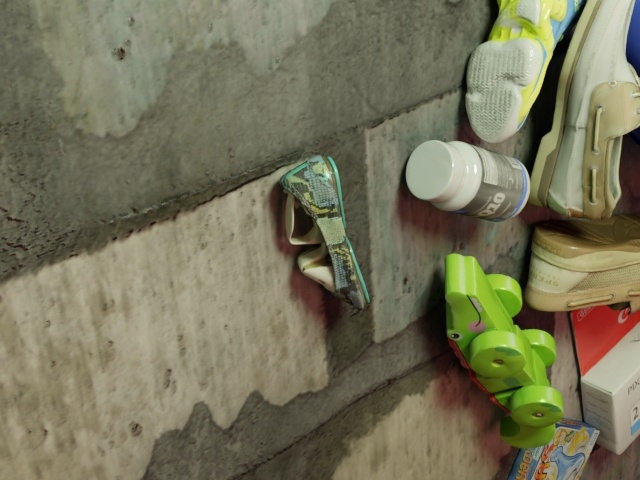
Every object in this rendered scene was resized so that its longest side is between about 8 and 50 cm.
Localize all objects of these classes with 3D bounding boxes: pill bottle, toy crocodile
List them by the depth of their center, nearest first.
[{"bbox_3d":[0.161,-0.066,1.195,0.137,0.078,0.078,9,101,-45],"label":"pill bottle"},{"bbox_3d":[0.219,0.141,1.333,0.340,0.105,0.115,51,30,-42],"label":"toy crocodile"}]

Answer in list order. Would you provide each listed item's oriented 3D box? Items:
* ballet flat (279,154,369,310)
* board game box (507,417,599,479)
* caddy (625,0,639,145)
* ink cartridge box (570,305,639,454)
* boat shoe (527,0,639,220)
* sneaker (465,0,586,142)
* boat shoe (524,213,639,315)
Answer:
[{"bbox_3d":[0.000,0.000,1.095,0.070,0.070,0.188,-35,127,-27],"label":"ballet flat"},{"bbox_3d":[0.316,0.350,1.559,0.136,0.035,0.201,18,95,-46],"label":"board game box"},{"bbox_3d":[0.482,-0.231,1.360,0.241,0.179,0.341,-34,133,2],"label":"caddy"},{"bbox_3d":[0.493,0.130,1.607,0.296,0.066,0.261,-38,131,-26],"label":"ink cartridge box"},{"bbox_3d":[0.326,-0.162,1.247,0.113,0.103,0.302,-45,150,-49],"label":"boat shoe"},{"bbox_3d":[0.239,-0.221,1.192,0.126,0.091,0.240,1,106,-44],"label":"sneaker"},{"bbox_3d":[0.400,0.036,1.448,0.341,0.122,0.110,0,113,-33],"label":"boat shoe"}]
